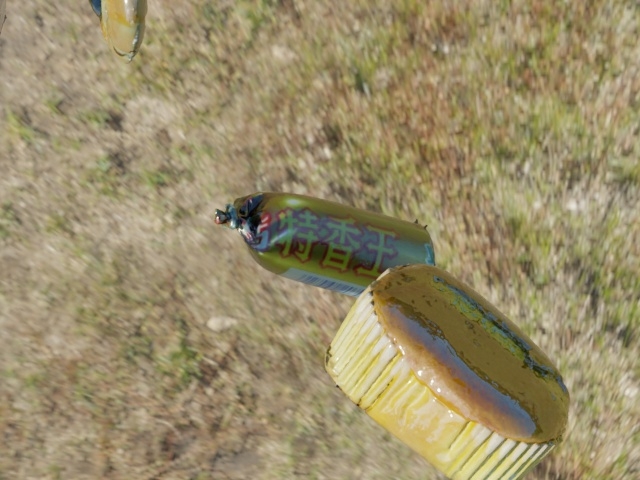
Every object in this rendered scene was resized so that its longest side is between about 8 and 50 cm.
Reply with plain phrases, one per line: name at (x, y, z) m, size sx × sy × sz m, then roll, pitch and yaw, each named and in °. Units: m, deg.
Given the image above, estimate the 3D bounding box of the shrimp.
shrimp at (-0.224, -0.277, 1.511) m, size 0.061 × 0.145 × 0.267 m, roll -13°, pitch 31°, yaw -20°

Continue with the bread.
bread at (0.160, 0.155, 1.671) m, size 0.288 × 0.204 × 0.156 m, roll 43°, pitch 122°, yaw 15°

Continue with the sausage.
sausage at (0.000, -0.002, 1.874) m, size 0.317 × 0.117 × 0.125 m, roll 16°, pitch 57°, yaw -27°

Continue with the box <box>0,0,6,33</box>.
box at (-0.471, -0.390, 1.883) m, size 0.112 × 0.370 × 0.190 m, roll 11°, pitch 46°, yaw -8°
